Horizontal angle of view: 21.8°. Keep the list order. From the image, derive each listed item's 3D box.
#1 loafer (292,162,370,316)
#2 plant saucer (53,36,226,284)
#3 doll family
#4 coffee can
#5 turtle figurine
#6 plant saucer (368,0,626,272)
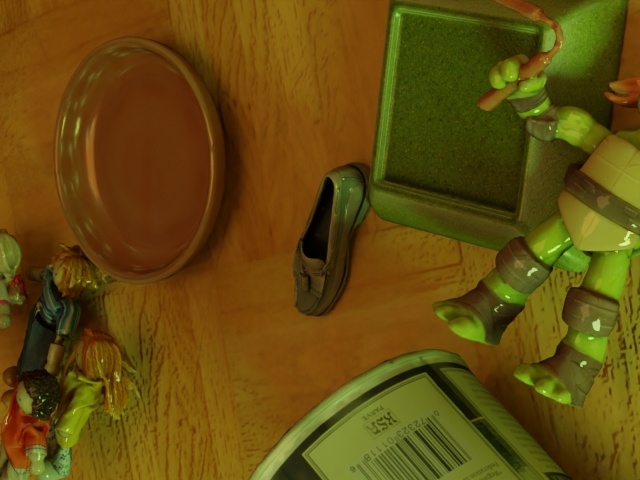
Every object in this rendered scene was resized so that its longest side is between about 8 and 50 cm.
[{"bbox_3d":[0.000,0.000,1.216,0.045,0.039,0.125,36,117,35],"label":"loafer"},{"bbox_3d":[-0.142,-0.065,1.347,0.200,0.037,0.200,6,99,42],"label":"plant saucer"},{"bbox_3d":[-0.228,0.093,1.411,0.163,0.118,0.263,-63,36,35],"label":"doll family"},{"bbox_3d":[0.101,0.232,1.034,0.275,0.201,0.201,48,124,30],"label":"coffee can"},{"bbox_3d":[0.163,-0.023,1.017,0.269,0.087,0.217,35,102,12],"label":"turtle figurine"},{"bbox_3d":[0.102,-0.087,1.108,0.188,0.045,0.188,16,105,41],"label":"plant saucer"}]
